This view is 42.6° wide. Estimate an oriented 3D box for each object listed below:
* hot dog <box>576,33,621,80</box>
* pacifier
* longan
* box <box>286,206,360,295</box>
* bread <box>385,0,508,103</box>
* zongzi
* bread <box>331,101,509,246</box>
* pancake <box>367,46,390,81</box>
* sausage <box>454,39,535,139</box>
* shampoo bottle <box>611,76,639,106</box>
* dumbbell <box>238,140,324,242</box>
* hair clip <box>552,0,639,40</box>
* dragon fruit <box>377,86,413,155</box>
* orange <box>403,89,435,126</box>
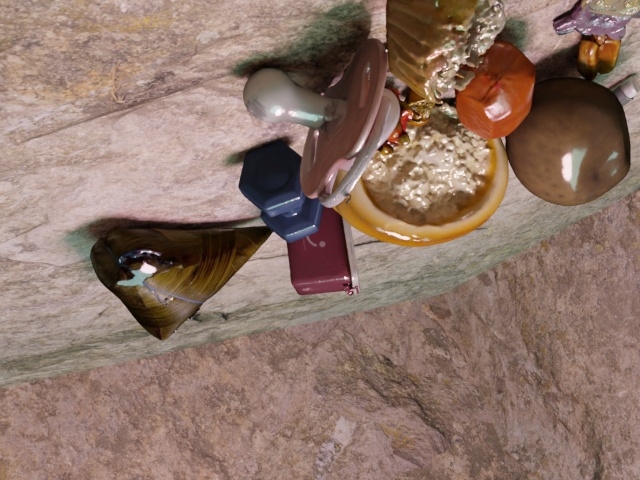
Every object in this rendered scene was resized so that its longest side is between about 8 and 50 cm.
[{"bbox_3d":[0.594,-0.403,1.761,0.092,0.062,0.236,-21,168,10],"label":"hot dog"},{"bbox_3d":[0.014,-0.216,1.440,0.220,0.273,0.332,-42,179,-35],"label":"pacifier"},{"bbox_3d":[0.563,-0.229,1.877,0.289,0.288,0.350,-21,144,9],"label":"longan"},{"bbox_3d":[0.000,0.000,2.074,0.168,0.293,0.193,-9,165,4],"label":"box"},{"bbox_3d":[0.187,-0.341,1.219,0.274,0.149,0.274,-57,162,-30],"label":"bread"},{"bbox_3d":[-0.314,0.016,1.987,0.432,0.207,0.403,-35,157,-8],"label":"zongzi"},{"bbox_3d":[0.212,-0.163,1.879,0.424,0.328,0.245,-9,-162,-18],"label":"bread"},{"bbox_3d":[0.135,-0.327,1.548,0.191,0.020,0.184,-12,164,-21],"label":"pancake"},{"bbox_3d":[0.348,-0.298,1.650,0.141,0.153,0.268,-49,163,-2],"label":"sausage"},{"bbox_3d":[0.742,-0.348,2.126,0.074,0.074,0.192,-7,161,-38],"label":"shampoo bottle"},{"bbox_3d":[-0.081,-0.102,1.847,0.144,0.159,0.325,9,169,8],"label":"dumbbell"},{"bbox_3d":[0.562,-0.447,1.582,0.187,0.056,0.146,-10,156,-22],"label":"hair clip"},{"bbox_3d":[0.123,-0.235,1.641,0.133,0.207,0.150,-34,124,-3],"label":"dragon fruit"},{"bbox_3d":[0.202,-0.280,1.699,0.062,0.086,0.086,23,160,-1],"label":"orange"}]
